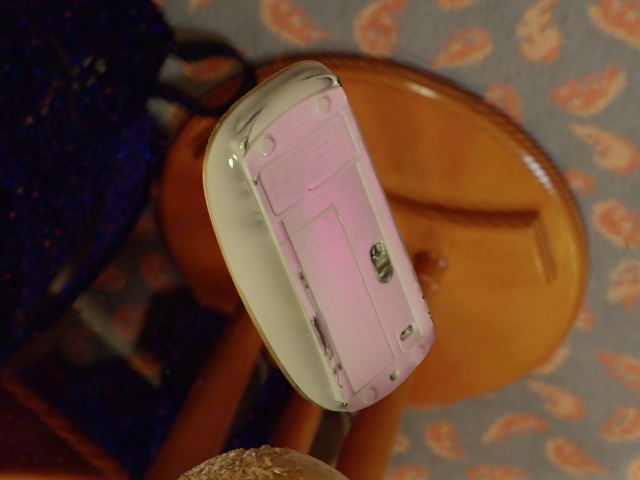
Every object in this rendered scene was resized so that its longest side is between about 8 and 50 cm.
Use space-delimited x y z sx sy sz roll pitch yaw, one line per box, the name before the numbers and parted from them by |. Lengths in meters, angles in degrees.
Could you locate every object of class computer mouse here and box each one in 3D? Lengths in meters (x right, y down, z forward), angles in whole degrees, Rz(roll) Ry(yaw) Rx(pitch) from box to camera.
computer mouse | 0.000 0.000 1.316 0.072 0.158 0.310 16 137 49

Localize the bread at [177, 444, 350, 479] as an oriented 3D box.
bread | -0.055 0.272 1.376 0.171 0.192 0.314 35 163 -26
